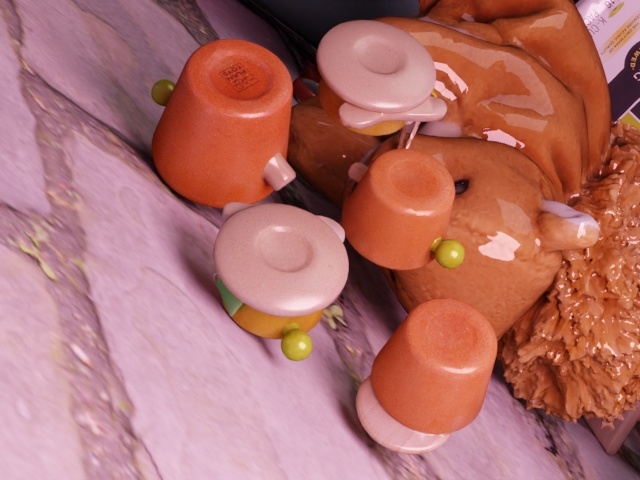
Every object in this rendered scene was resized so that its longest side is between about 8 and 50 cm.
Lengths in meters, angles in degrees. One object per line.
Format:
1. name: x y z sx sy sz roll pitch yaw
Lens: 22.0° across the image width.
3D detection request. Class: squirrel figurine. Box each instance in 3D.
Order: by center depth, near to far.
1. squirrel figurine: 0.160 -0.026 1.333 0.397 0.281 0.370 37 22 -19

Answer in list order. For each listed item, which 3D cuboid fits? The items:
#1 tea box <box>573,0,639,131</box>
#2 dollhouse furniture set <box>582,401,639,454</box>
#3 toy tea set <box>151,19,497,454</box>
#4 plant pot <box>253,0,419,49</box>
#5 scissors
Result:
1. tea box: 0.293 -0.097 1.767 0.323 0.329 0.220 41 14 -16
2. dollhouse furniture set: 0.465 0.125 1.545 0.362 0.256 0.394 14 29 -26
3. toy tea set: 0.000 0.000 1.108 0.200 0.124 0.336 -1 53 -17
4. plant pot: 0.018 -0.367 1.820 0.334 0.341 0.341 40 13 -43
5. scissors: -0.001 -0.177 1.814 0.109 0.021 0.297 30 15 -20
